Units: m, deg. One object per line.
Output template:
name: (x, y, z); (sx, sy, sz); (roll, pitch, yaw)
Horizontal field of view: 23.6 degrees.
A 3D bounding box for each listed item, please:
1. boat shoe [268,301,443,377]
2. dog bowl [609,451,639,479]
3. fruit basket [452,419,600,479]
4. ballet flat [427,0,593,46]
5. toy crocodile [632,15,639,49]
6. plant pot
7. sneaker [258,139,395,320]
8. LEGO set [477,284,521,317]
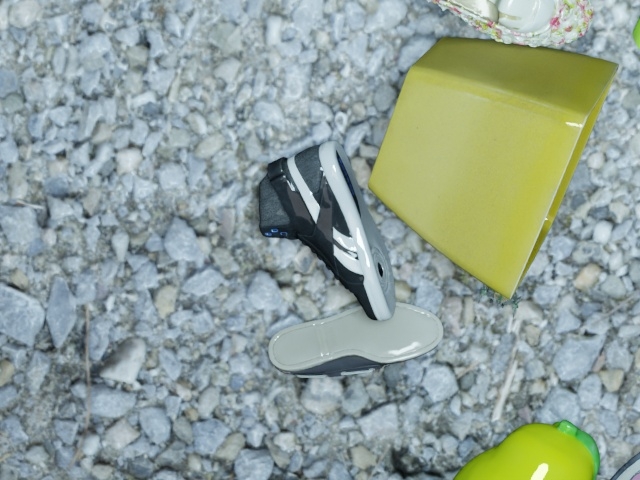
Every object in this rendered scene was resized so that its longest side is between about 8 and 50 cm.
boat shoe: (0.044, 0.122, 1.808); (0.206, 0.075, 0.065); (-9, 157, 7)
dog bowl: (0.518, 0.419, 1.824); (0.408, 0.150, 0.408); (3, 116, 7)
fruit basket: (0.189, 0.384, 1.829); (0.392, 0.392, 0.283); (25, 159, -5)
ballet flat: (0.167, -0.255, 1.581); (0.241, 0.077, 0.091); (18, 106, -2)
toy crocodile: (0.491, -0.188, 1.567); (0.340, 0.105, 0.115); (6, 116, 0)
plant pot: (0.171, -0.099, 1.600); (0.187, 0.212, 0.212); (24, 117, 10)
sneaker: (0.000, 0.000, 1.739); (0.121, 0.079, 0.217); (-16, 104, 18)
LEGO set: (0.204, 0.049, 1.762); (0.054, 0.023, 0.083); (-9, 101, 10)
